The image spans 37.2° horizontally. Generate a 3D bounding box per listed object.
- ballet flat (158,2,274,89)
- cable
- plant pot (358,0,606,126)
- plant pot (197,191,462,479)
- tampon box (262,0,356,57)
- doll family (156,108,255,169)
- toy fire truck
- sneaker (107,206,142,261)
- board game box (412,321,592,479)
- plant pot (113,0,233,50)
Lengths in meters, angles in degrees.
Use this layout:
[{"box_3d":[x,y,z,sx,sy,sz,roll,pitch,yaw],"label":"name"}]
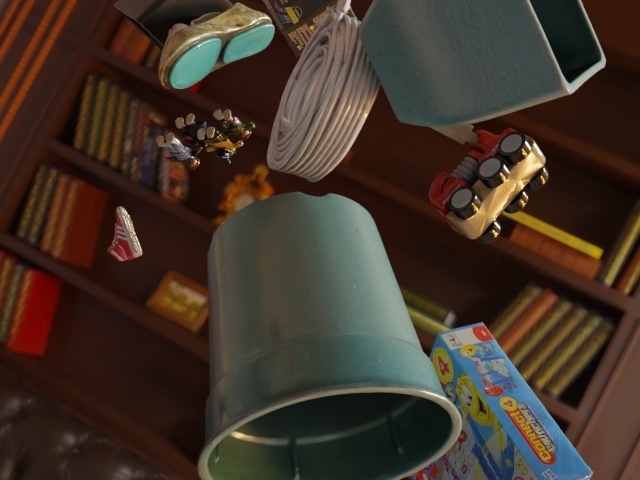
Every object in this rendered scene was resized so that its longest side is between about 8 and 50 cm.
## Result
[{"box_3d":[-0.224,-0.380,1.826,0.123,0.123,0.348,26,36,21],"label":"ballet flat"},{"box_3d":[0.006,-0.215,1.455,0.089,0.257,0.257,23,43,-18],"label":"cable"},{"box_3d":[0.204,-0.285,1.300,0.247,0.252,0.248,-35,101,-57],"label":"plant pot"},{"box_3d":[-0.014,0.135,1.303,0.341,0.341,0.334,30,38,-45],"label":"plant pot"},{"box_3d":[-0.025,-0.513,2.109,0.120,0.161,0.101,62,7,32],"label":"tampon box"},{"box_3d":[-0.215,-0.186,1.795,0.193,0.076,0.111,-2,-17,24],"label":"doll family"},{"box_3d":[0.282,-0.148,1.866,0.158,0.217,0.246,44,-3,-40],"label":"toy fire truck"},{"box_3d":[-0.443,-0.011,2.098,0.118,0.067,0.042,70,15,4],"label":"sneaker"},{"box_3d":[0.255,0.344,1.491,0.086,0.308,0.302,-10,45,-24],"label":"board game box"},{"box_3d":[-0.288,-0.473,1.986,0.187,0.167,0.188,42,-2,-35],"label":"plant pot"}]
